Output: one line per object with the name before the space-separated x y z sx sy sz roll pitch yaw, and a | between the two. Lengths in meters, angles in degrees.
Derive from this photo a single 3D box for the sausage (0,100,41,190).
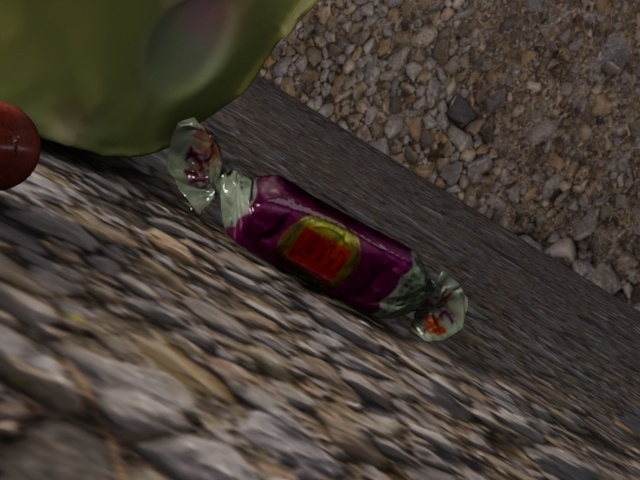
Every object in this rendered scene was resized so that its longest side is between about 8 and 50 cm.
sausage | -0.125 -0.027 0.308 0.034 0.034 0.253 32 8 6

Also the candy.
candy | 0.000 0.000 0.597 0.175 0.045 0.043 29 23 -13

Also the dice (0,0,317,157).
dice | -0.139 -0.200 0.568 0.254 0.252 0.249 39 11 35
